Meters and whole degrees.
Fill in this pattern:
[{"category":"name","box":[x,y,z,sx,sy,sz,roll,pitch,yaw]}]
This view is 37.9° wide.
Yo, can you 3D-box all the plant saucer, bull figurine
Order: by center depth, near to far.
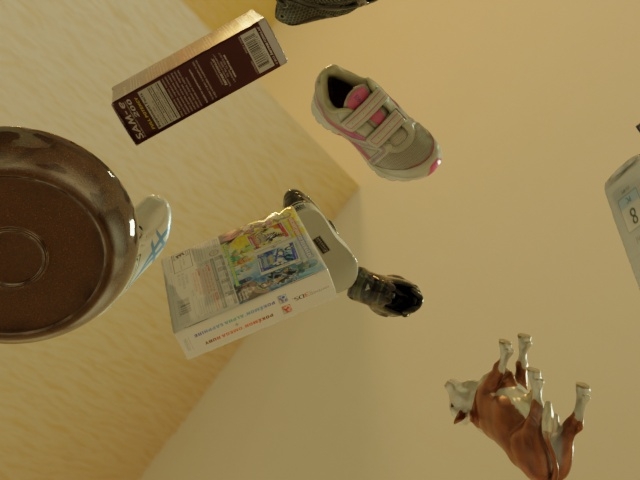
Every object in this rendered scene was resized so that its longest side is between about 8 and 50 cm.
[{"category":"plant saucer","box":[-0.377,0.011,1.140,0.310,0.310,0.050,-39,-148,9]},{"category":"bull figurine","box":[0.306,0.261,1.477,0.310,0.101,0.189,-138,-124,-61]}]

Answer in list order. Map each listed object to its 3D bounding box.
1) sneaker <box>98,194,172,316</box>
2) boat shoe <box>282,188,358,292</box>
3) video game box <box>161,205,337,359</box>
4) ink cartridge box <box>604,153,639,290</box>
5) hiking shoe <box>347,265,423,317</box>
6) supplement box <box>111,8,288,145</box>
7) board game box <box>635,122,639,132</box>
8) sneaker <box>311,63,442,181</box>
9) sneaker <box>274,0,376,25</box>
[{"category":"sneaker","box":[-0.318,0.025,1.481,0.085,0.086,0.237,35,-101,4]},{"category":"boat shoe","box":[0.000,0.000,1.529,0.077,0.219,0.070,-26,-136,2]},{"category":"video game box","box":[-0.093,0.044,1.127,0.187,0.048,0.205,-24,-154,-2]},{"category":"ink cartridge box","box":[0.492,0.078,0.932,0.308,0.091,0.385,-8,-110,-17]},{"category":"hiking shoe","box":[0.143,0.112,1.715,0.114,0.226,0.086,24,-85,34]},{"category":"supplement box","box":[-0.174,-0.233,1.313,0.239,0.073,0.130,-29,-157,-1]},{"category":"board game box","box":[0.507,-0.113,1.088,0.194,0.060,0.194,-34,-95,-11]},{"category":"sneaker","box":[0.076,-0.184,1.442,0.252,0.111,0.103,35,-99,21]},{"category":"sneaker","box":[-0.030,-0.242,0.788,0.130,0.227,0.087,-19,-106,41]}]
